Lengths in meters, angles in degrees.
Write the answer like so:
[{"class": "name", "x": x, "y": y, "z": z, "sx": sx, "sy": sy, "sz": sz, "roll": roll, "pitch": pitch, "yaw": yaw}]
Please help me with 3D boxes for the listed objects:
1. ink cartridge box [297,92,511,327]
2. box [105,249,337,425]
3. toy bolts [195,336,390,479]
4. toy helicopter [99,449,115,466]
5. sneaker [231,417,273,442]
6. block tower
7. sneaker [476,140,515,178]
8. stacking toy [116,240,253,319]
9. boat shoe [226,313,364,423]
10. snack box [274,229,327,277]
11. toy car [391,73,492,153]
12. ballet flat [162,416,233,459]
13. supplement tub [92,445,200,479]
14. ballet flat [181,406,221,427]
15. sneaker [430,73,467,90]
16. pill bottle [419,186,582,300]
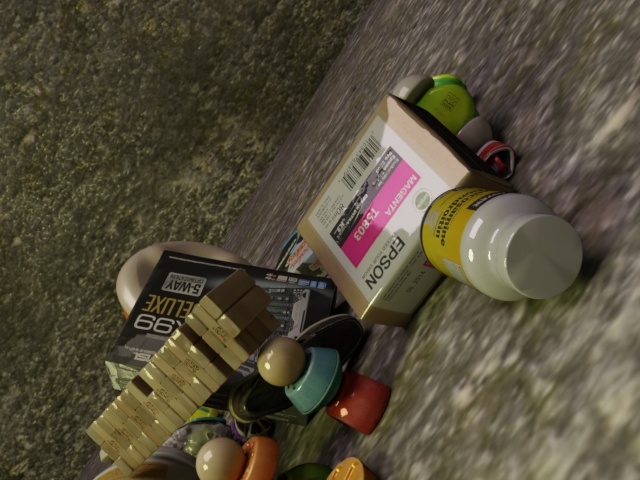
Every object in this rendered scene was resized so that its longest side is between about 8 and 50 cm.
[{"class": "ink cartridge box", "x": 0.095, "y": -0.039, "z": 0.863, "sx": 0.234, "sy": 0.088, "sz": 0.193, "roll": -56, "pitch": 45, "yaw": 21}, {"class": "box", "x": -0.145, "y": 0.146, "z": 1.065, "sx": 0.242, "sy": 0.308, "sz": 0.076, "roll": -73, "pitch": -10, "yaw": -46}, {"class": "toy bolts", "x": -0.028, "y": 0.225, "z": 0.778, "sx": 0.228, "sy": 0.159, "sz": 0.218, "roll": -64, "pitch": 15, "yaw": -20}, {"class": "toy helicopter", "x": -0.317, "y": 0.381, "z": 1.166, "sx": 0.235, "sy": 0.140, "sz": 0.354, "roll": 41, "pitch": 120, "yaw": 47}, {"class": "sneaker", "x": -0.123, "y": 0.319, "z": 1.153, "sx": 0.170, "sy": 0.068, "sz": 0.071, "roll": 179, "pitch": 106, "yaw": -84}, {"class": "block tower", "x": -0.187, "y": 0.185, "z": 0.888, "sx": 0.335, "sy": 0.091, "sz": 0.097, "roll": -47, "pitch": -3, "yaw": 30}, {"class": "sneaker", "x": 0.202, "y": -0.076, "z": 0.858, "sx": 0.118, "sy": 0.042, "sz": 0.067, "roll": -55, "pitch": 11, "yaw": 6}, {"class": "stacking toy", "x": -0.333, "y": 0.271, "z": 1.610, "sx": 0.350, "sy": 0.351, "sz": 0.479, "roll": -82, "pitch": 10, "yaw": -58}, {"class": "boat shoe", "x": -0.022, "y": 0.176, "z": 0.913, "sx": 0.224, "sy": 0.080, "sz": 0.073, "roll": -30, "pitch": 7, "yaw": -24}, {"class": "snack box", "x": 0.000, "y": 0.000, "z": 1.365, "sx": 0.322, "sy": 0.060, "sz": 0.187, "roll": -45, "pitch": 20, "yaw": 43}, {"class": "toy car", "x": 0.164, "y": -0.142, "z": 0.979, "sx": 0.136, "sy": 0.159, "sz": 0.182, "roll": -5, "pitch": -47, "yaw": -58}, {"class": "ballet flat", "x": -0.284, "y": 0.442, "z": 1.300, "sx": 0.409, "sy": 0.147, "sz": 0.147, "roll": -40, "pitch": 23, "yaw": 53}, {"class": "supplement tub", "x": -0.247, "y": 0.439, "z": 0.918, "sx": 0.228, "sy": 0.228, "sz": 0.316, "roll": -58, "pitch": 8, "yaw": 4}, {"class": "ballet flat", "x": -0.297, "y": 0.417, "z": 1.484, "sx": 0.231, "sy": 0.077, "sz": 0.077, "roll": -46, "pitch": 19, "yaw": 42}, {"class": "sneaker", "x": 0.148, "y": -0.154, "z": 1.143, "sx": 0.295, "sy": 0.110, "sz": 0.123, "roll": -47, "pitch": 44, "yaw": 30}, {"class": "pill bottle", "x": 0.174, "y": 0.002, "z": 0.663, "sx": 0.103, "sy": 0.103, "sz": 0.184, "roll": -59, "pitch": 14, "yaw": 0}]
